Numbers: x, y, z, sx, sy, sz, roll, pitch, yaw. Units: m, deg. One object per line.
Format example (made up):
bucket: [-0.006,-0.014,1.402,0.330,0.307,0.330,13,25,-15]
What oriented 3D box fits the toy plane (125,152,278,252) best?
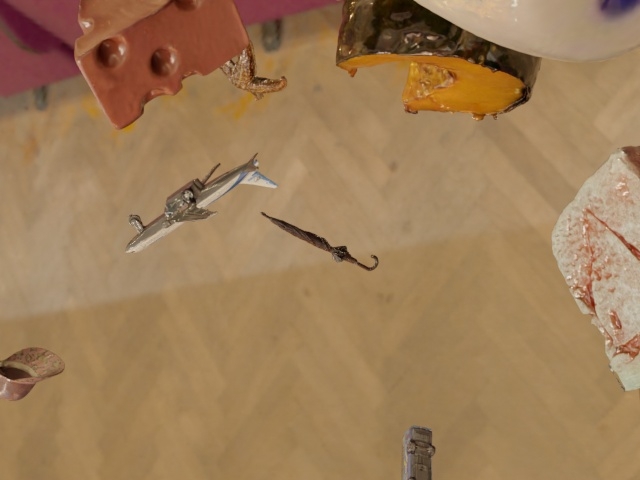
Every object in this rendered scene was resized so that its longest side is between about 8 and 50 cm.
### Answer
toy plane: [-0.170,-0.050,1.479,0.226,0.058,0.226,-25,19,5]

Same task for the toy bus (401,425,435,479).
toy bus: [0.170,0.410,1.967,0.061,0.051,0.153,130,149,-54]

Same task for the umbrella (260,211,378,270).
umbrella: [-0.002,0.004,1.165,0.022,0.149,0.022,-64,23,12]

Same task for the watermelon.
watermelon: [0.363,-0.007,1.205,0.261,0.201,0.213,-57,-5,-40]

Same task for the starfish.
starfish: [-0.136,-0.293,1.966,0.213,0.238,0.057,28,74,24]

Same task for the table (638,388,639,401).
table: [0.523,0.259,1.578,0.126,0.126,0.220,-49,9,27]

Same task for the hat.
hat: [-0.333,0.157,1.252,0.058,0.087,0.042,41,131,42]

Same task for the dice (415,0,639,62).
dice: [0.194,-0.330,0.849,0.277,0.304,0.304,53,127,32]

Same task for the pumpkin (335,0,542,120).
pumpkin: [0.179,-0.303,1.512,0.256,0.303,0.225,-2,82,30]

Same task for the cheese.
cheese: [-0.185,-0.257,1.319,0.177,0.128,0.203,-16,42,8]
